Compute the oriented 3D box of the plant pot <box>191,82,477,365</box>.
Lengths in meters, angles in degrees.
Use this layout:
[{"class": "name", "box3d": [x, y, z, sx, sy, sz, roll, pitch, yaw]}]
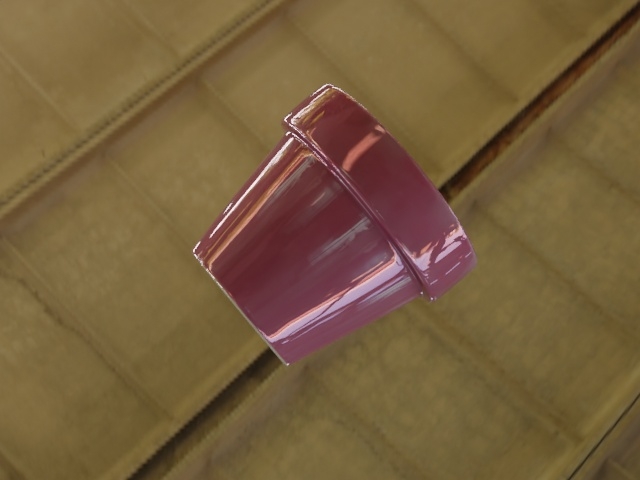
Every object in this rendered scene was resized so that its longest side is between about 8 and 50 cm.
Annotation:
[{"class": "plant pot", "box3d": [0.000, 0.000, 1.044, 0.180, 0.201, 0.201, -39, -112, -4]}]
